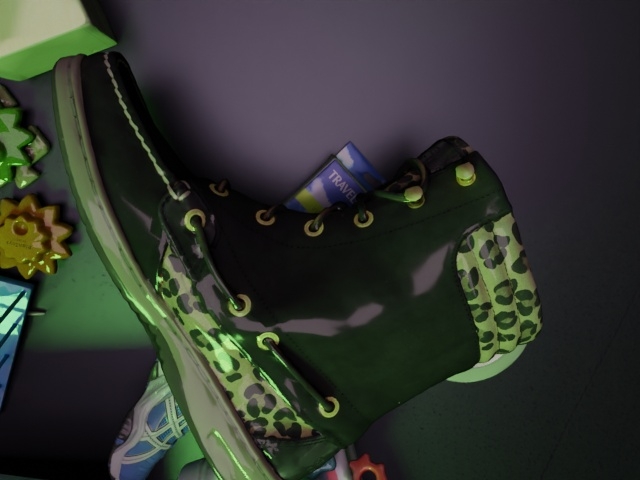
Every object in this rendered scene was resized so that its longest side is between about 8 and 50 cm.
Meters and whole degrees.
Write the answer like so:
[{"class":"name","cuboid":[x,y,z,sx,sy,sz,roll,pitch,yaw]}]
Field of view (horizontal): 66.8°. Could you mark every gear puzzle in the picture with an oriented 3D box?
[{"class":"gear puzzle","cuboid":[-0.369,-0.097,0.453,0.175,0.044,0.339,-33,103,6]}]

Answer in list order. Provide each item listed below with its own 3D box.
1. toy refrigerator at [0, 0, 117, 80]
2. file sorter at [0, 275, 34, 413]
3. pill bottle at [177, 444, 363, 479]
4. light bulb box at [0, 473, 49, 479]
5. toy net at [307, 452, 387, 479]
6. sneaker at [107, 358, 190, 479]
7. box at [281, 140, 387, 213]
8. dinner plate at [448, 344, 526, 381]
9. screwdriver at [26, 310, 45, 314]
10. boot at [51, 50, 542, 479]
[{"class":"toy refrigerator","cuboid":[-0.279,-0.280,0.388,0.102,0.094,0.270,-23,104,-3]},{"class":"file sorter","cuboid":[-0.372,0.120,0.462,0.118,0.104,0.171,19,106,-17]},{"class":"pill bottle","cuboid":[-0.051,0.254,0.517,0.180,0.108,0.108,-18,104,3]},{"class":"light bulb box","cuboid":[-0.392,0.444,0.470,0.360,0.225,0.359,5,103,6]},{"class":"toy net","cuboid":[-0.007,0.183,0.455,0.121,0.045,0.233,-12,59,7]},{"class":"sneaker","cuboid":[-0.153,0.180,0.510,0.081,0.080,0.211,28,103,-5]},{"class":"box","cuboid":[0.000,0.000,0.490,0.178,0.042,0.109,-42,102,9]},{"class":"dinner plate","cuboid":[0.166,0.095,0.532,0.141,0.017,0.141,0,104,0]},{"class":"screwdriver","cuboid":[-0.379,0.079,0.509,0.169,0.024,0.025,6,74,-5]},{"class":"boot","cuboid":[-0.013,-0.011,0.396,0.284,0.138,0.378,-25,90,-3]}]
